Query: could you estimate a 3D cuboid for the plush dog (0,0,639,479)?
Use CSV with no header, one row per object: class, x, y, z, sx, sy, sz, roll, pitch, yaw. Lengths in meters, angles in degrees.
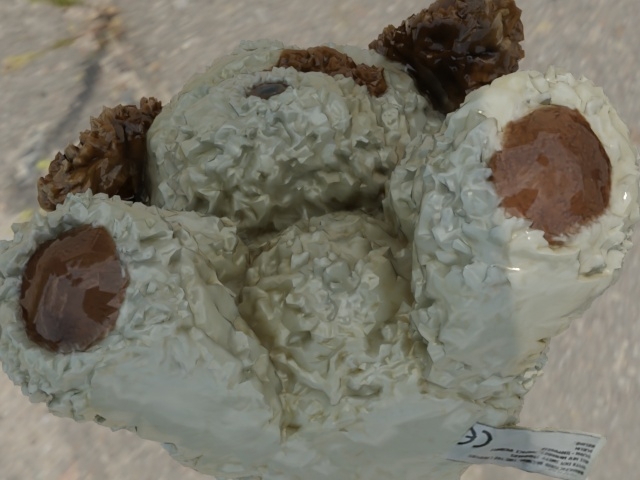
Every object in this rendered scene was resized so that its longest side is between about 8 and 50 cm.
plush dog,0.000,0.000,0.858,0.262,0.225,0.210,-15,136,3
